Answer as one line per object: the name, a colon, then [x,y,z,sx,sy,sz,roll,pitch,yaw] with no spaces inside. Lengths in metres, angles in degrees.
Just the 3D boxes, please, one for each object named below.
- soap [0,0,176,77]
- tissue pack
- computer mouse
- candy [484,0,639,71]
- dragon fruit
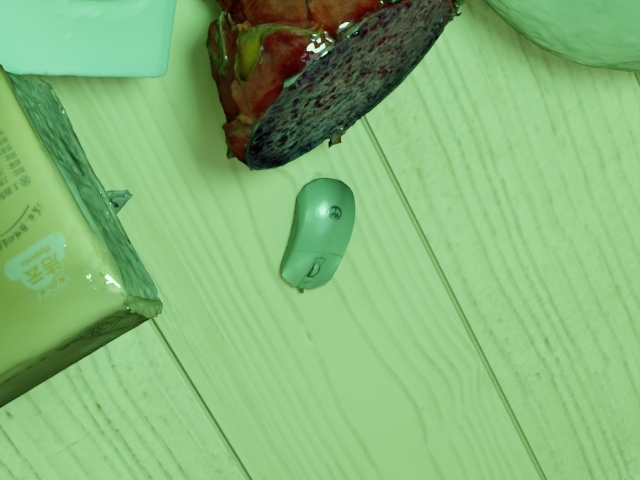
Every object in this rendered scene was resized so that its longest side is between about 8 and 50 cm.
soap: [-0.184,-0.264,1.484,0.160,0.087,0.265,0,112,-24]
tissue pack: [-0.289,0.039,1.485,0.306,0.238,0.238,-31,122,8]
computer mouse: [0.000,0.000,1.716,0.056,0.032,0.110,8,109,-26]
candy: [0.268,-0.328,1.609,0.386,0.186,0.427,-40,126,-8]
dragon fruit: [-0.015,-0.179,1.566,0.218,0.148,0.223,-22,158,-46]
